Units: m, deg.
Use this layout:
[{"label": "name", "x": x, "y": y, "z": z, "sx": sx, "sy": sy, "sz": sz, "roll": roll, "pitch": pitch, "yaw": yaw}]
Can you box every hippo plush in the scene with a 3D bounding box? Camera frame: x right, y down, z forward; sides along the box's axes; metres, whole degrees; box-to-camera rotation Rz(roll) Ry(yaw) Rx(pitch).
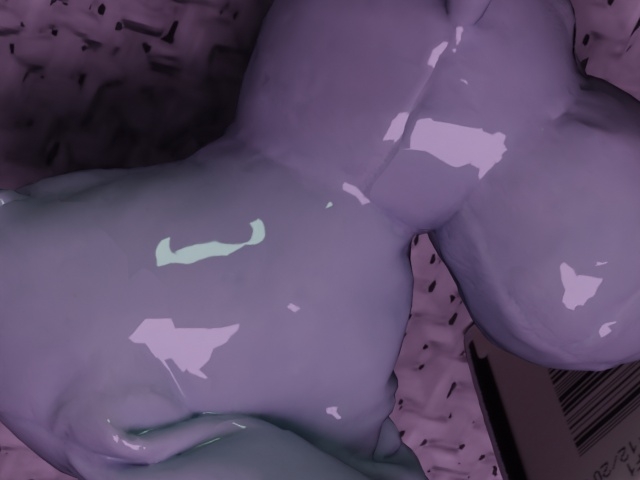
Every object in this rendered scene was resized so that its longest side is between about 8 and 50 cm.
[{"label": "hippo plush", "x": 0.000, "y": 0.000, "z": 0.694, "sx": 0.294, "sy": 0.234, "sz": 0.236, "roll": 44, "pitch": 86, "yaw": -2}]

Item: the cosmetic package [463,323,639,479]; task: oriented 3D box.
[{"label": "cosmetic package", "x": 0.215, "y": 0.112, "z": 0.822, "sx": 0.296, "sy": 0.153, "sz": 0.129, "roll": 33, "pitch": 114, "yaw": -28}]
